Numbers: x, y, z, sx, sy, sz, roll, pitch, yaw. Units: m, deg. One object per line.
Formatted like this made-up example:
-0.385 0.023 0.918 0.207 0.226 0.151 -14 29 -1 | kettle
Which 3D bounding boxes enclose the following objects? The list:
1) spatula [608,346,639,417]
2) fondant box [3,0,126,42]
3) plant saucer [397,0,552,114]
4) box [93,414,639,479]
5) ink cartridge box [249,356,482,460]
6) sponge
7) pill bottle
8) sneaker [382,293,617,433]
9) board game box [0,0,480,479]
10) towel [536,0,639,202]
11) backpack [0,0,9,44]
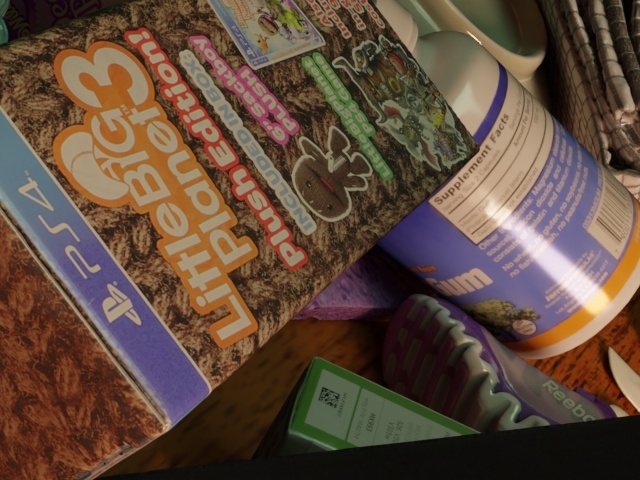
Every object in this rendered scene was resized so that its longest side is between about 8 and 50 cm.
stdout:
0.326 0.226 1.036 0.242 0.019 0.168 45 32 -16 | spatula
-0.095 -0.256 0.662 0.096 0.330 0.238 -10 71 -50 | fondant box
0.096 -0.216 1.022 0.400 0.100 0.400 33 37 -30 | plant saucer
0.088 0.249 0.449 0.179 0.343 0.312 76 9 -56 | box
0.063 0.158 0.651 0.209 0.109 0.062 25 40 -5 | ink cartridge box
0.000 0.000 0.826 0.210 0.031 0.117 6 59 -48 | sponge
0.094 -0.049 0.816 0.272 0.152 0.152 39 39 -22 | pill bottle
0.139 0.122 0.781 0.105 0.095 0.236 -12 44 -40 | sneaker
-0.098 0.004 0.542 0.141 0.232 0.291 53 36 -2 | board game box
0.281 -0.144 1.075 0.235 0.121 0.283 67 11 -64 | towel
-0.252 -0.108 0.532 0.188 0.144 0.166 38 45 -18 | backpack
